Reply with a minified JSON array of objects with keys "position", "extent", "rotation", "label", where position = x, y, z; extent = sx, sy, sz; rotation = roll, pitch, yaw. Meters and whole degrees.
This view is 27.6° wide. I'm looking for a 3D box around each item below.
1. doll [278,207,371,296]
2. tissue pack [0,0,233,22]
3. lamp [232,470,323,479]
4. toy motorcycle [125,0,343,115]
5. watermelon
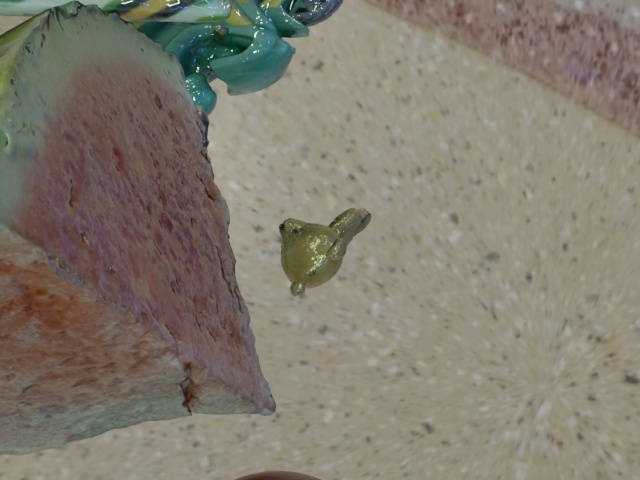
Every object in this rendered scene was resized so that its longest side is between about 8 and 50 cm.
[{"position":[0.006,0.007,0.899],"extent":[0.061,0.093,0.051],"rotation":[-47,66,28],"label":"doll"},{"position":[-0.232,-0.240,0.972],"extent":[0.311,0.228,0.128],"rotation":[0,111,-16],"label":"tissue pack"},{"position":[-0.038,0.259,0.824],"extent":[0.227,0.227,0.226],"rotation":[-1,83,10],"label":"lamp"},{"position":[-0.128,-0.209,1.267],"extent":[0.297,0.109,0.198],"rotation":[12,72,19],"label":"toy motorcycle"},{"position":[-0.132,-0.005,0.674],"extent":[0.193,0.310,0.231],"rotation":[-8,108,-6],"label":"watermelon"}]
